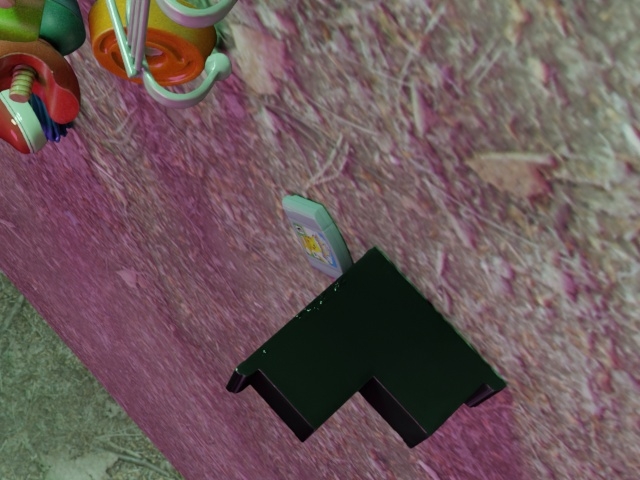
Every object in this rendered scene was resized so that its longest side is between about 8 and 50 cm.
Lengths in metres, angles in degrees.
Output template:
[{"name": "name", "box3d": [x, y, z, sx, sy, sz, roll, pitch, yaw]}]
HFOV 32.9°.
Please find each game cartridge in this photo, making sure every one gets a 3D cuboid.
[{"name": "game cartridge", "box3d": [0.000, 0.000, 0.945, 0.056, 0.017, 0.083, 19, 143, 47]}]

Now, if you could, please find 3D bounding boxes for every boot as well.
[{"name": "boot", "box3d": [-0.445, -0.144, 1.257, 0.244, 0.176, 0.088, 38, 152, 29]}]

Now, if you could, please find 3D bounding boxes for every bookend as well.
[{"name": "bookend", "box3d": [0.036, 0.117, 0.877, 0.157, 0.156, 0.072, 46, 158, 7]}]

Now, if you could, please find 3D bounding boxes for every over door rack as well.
[{"name": "over door rack", "box3d": [-0.118, -0.269, 0.629, 0.324, 0.108, 0.239, 61, 160, 11]}]

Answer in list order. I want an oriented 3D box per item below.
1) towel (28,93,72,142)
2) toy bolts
[{"name": "towel", "box3d": [-0.428, -0.280, 1.289, 0.336, 0.040, 0.243, 40, 156, 23]}, {"name": "toy bolts", "box3d": [-0.200, -0.211, 0.893, 0.218, 0.158, 0.228, 13, 156, -19]}]
